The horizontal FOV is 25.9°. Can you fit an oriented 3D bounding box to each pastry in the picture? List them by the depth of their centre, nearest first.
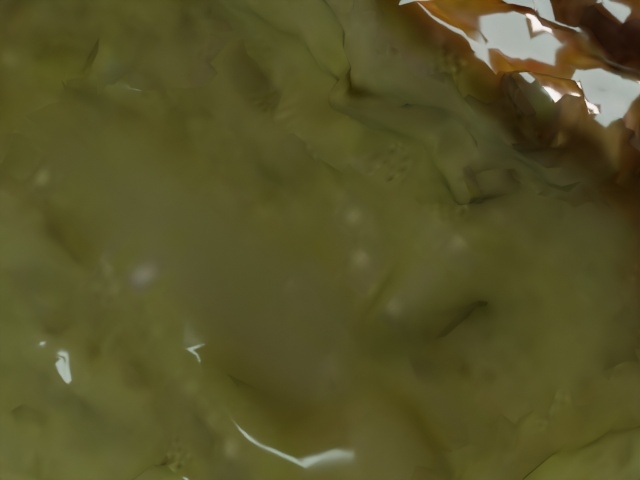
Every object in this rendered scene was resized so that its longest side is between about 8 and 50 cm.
[{"bbox_3d":[0.011,0.006,0.459,0.405,0.292,0.337,40,9,12],"label":"pastry"}]
